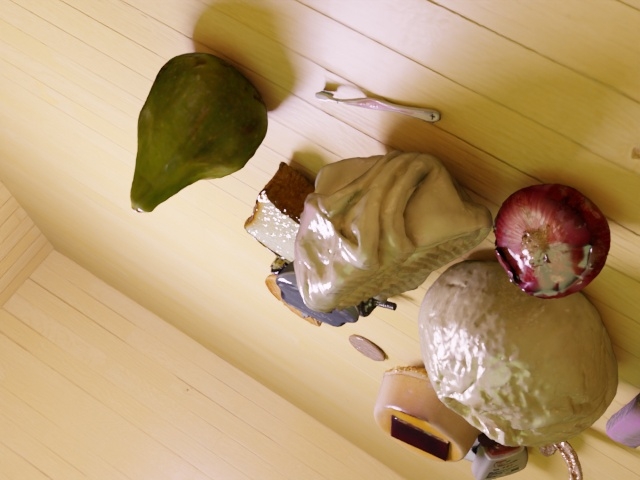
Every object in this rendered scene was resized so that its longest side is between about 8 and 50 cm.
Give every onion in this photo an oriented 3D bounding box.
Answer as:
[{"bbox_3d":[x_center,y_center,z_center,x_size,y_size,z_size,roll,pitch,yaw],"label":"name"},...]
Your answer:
[{"bbox_3d":[0.311,-0.004,0.872,0.150,0.140,0.150,8,103,40],"label":"onion"}]

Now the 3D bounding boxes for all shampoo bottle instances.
[{"bbox_3d":[0.456,0.541,1.701,0.153,0.071,0.284,-18,142,5],"label":"shampoo bottle"}]

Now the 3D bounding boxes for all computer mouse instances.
[{"bbox_3d":[-0.003,0.099,1.278,0.167,0.090,0.379,29,163,-1],"label":"computer mouse"}]

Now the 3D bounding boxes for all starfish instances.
[{"bbox_3d":[0.471,0.420,1.482,0.375,0.094,0.327,47,176,-33],"label":"starfish"}]

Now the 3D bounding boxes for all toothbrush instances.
[{"bbox_3d":[0.075,-0.188,0.922,0.204,0.022,0.017,19,137,33],"label":"toothbrush"}]

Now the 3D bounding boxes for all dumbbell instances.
[{"bbox_3d":[0.055,0.120,1.483,0.254,0.110,0.110,13,150,31],"label":"dumbbell"}]

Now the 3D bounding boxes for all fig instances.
[{"bbox_3d":[-0.218,-0.161,1.056,0.206,0.275,0.206,31,157,14],"label":"fig"}]

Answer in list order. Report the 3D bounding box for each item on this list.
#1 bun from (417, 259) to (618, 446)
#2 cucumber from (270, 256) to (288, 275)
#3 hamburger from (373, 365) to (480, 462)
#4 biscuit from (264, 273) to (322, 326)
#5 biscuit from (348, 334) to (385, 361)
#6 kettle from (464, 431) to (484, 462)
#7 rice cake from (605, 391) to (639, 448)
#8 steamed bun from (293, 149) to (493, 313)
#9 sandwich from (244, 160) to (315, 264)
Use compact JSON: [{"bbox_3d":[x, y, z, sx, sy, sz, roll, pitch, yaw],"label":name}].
[{"bbox_3d":[0.312,0.203,1.104,0.349,0.227,0.352,37,156,-1],"label":"bun"},{"bbox_3d":[-0.011,0.115,1.613,0.245,0.067,0.067,34,158,-4],"label":"cucumber"},{"bbox_3d":[0.277,0.436,1.706,0.301,0.170,0.302,23,148,16],"label":"hamburger"},{"bbox_3d":[-0.082,0.154,1.825,0.144,0.033,0.224,17,152,42],"label":"biscuit"},{"bbox_3d":[0.129,0.301,1.844,0.120,0.015,0.120,30,157,14],"label":"biscuit"},{"bbox_3d":[0.409,0.582,1.909,0.147,0.098,0.127,13,144,36],"label":"kettle"},{"bbox_3d":[0.572,0.291,1.138,0.072,0.056,0.365,25,156,19],"label":"rice cake"},{"bbox_3d":[0.086,-0.039,0.967,0.207,0.267,0.280,66,148,17],"label":"steamed bun"},{"bbox_3d":[0.000,0.000,1.311,0.301,0.099,0.271,34,162,-6],"label":"sandwich"}]
